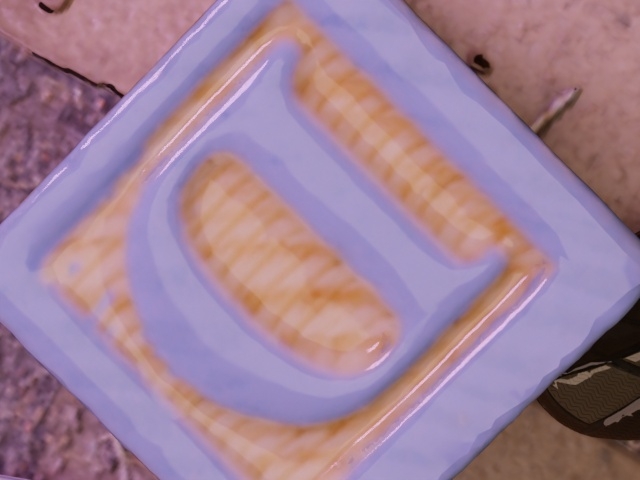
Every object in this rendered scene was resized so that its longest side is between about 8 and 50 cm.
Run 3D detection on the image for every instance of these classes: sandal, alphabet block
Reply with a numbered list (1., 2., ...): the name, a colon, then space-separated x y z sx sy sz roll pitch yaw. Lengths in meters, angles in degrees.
1. sandal: 0.180 0.002 0.758 0.090 0.060 0.219 39 84 -8
2. alphabet block: 0.000 0.000 0.696 0.193 0.197 0.192 -43 92 8

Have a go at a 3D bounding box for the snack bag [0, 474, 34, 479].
1. snack bag: -0.214 0.247 0.824 0.342 0.037 0.323 8 98 3
